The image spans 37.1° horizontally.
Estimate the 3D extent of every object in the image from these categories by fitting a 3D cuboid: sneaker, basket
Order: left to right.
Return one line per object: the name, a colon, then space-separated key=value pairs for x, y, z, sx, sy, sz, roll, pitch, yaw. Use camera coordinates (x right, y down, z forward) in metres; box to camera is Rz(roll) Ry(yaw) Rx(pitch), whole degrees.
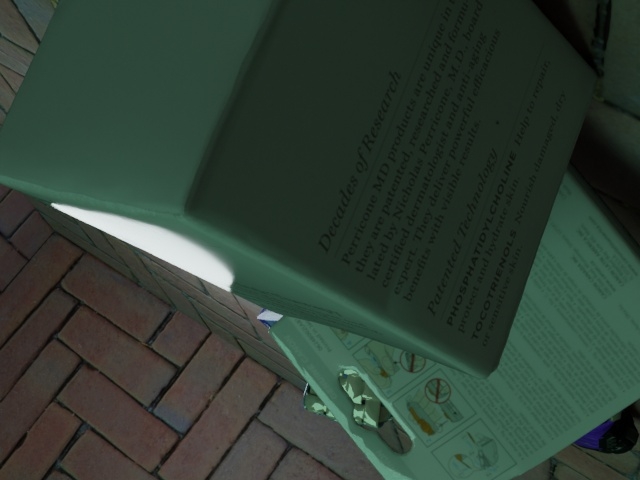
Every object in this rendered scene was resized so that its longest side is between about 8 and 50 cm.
basket: x=0.088 y=0.150 z=1.502 sx=0.201 sy=0.255 sz=0.289 roll=11 pitch=-168 yaw=25
sneaker: x=0.463 y=0.287 z=1.556 sx=0.146 sy=0.102 sz=0.293 roll=32 pitch=167 yaw=4

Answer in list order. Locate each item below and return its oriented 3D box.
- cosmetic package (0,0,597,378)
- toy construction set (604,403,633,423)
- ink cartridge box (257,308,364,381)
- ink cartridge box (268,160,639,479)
cosmetic package: x=-0.015 y=-0.111 z=0.881 sx=0.329 sy=0.327 sz=0.393 roll=12 pitch=167 yaw=47
toy construction set: x=0.258 y=0.134 z=1.250 sx=0.257 sy=0.309 sz=0.237 roll=50 pitch=165 yaw=-16
ink cartridge box: x=0.042 y=0.195 z=2.045 sx=0.270 sy=0.151 sz=0.395 roll=42 pitch=164 yaw=-16
ink cartridge box: x=0.181 y=0.099 z=1.074 sx=0.308 sy=0.385 sz=0.091 roll=51 pitch=-161 yaw=1
